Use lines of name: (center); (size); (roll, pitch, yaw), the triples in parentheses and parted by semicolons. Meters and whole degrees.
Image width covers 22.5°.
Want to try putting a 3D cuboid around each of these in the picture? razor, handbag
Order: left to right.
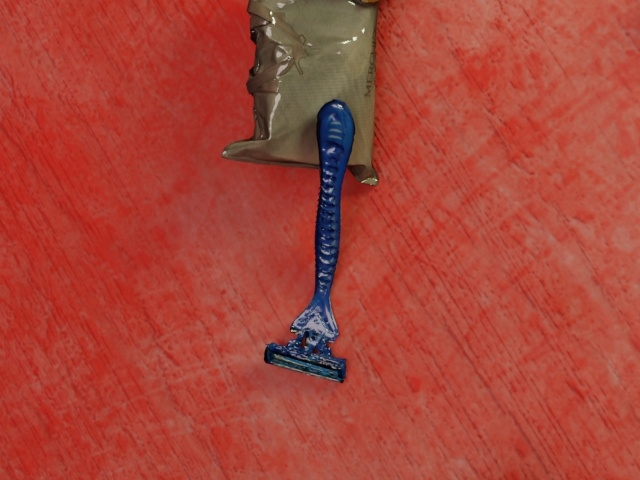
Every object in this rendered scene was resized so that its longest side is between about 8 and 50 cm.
handbag: (-0.016, -0.196, 1.709); (0.117, 0.182, 0.271); (-170, 82, -66)
razor: (0.003, -0.005, 1.719); (0.093, 0.056, 0.324); (13, 117, 12)

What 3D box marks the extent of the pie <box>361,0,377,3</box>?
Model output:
pie: (0.060, -0.305, 1.683); (0.092, 0.170, 0.034); (45, 145, -6)
